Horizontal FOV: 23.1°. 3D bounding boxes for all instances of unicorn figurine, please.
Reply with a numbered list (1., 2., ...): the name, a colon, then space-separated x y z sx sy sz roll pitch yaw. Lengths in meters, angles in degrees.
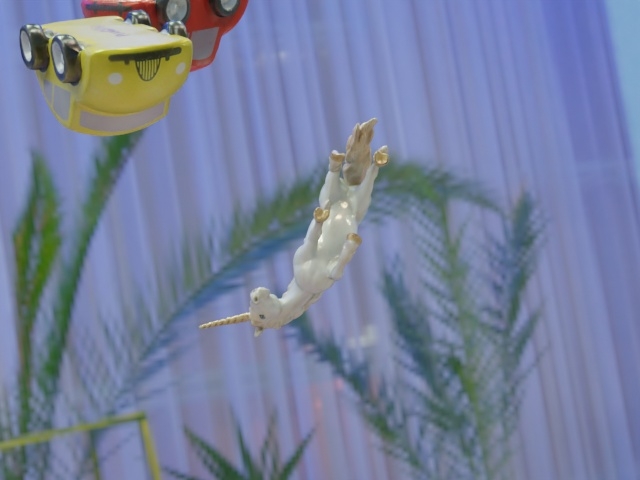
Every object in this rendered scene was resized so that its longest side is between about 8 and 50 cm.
1. unicorn figurine: 0.000 0.000 1.050 0.162 0.060 0.111 -48 -8 -31

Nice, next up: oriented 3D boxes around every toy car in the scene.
1. toy car: -0.157 -0.094 0.798 0.225 0.053 0.239 -2 17 6
